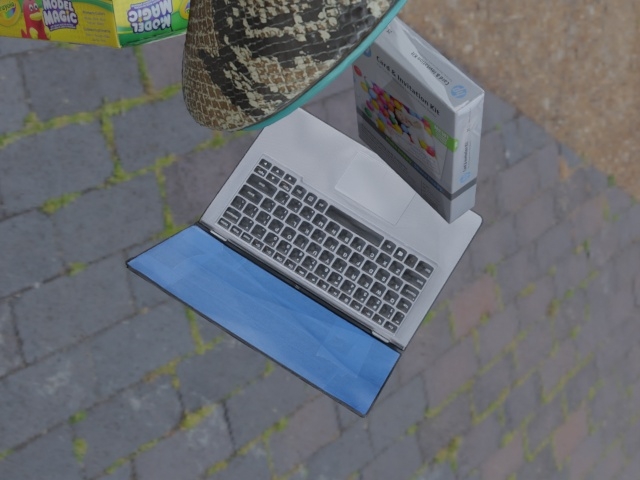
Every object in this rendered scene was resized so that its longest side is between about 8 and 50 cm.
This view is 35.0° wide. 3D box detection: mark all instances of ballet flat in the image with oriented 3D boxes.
[{"bbox_3d":[0.058,-0.269,0.602,0.483,0.164,0.182,-38,143,11],"label":"ballet flat"}]

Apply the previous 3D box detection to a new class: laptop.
[{"bbox_3d":[0.000,0.000,1.484,0.408,0.382,0.236,-56,174,-15],"label":"laptop"}]

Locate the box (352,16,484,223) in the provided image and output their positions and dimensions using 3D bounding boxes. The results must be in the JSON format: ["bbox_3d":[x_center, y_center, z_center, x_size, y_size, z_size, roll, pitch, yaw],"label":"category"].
[{"bbox_3d":[0.089,-0.117,0.956,0.038,0.145,0.186,-36,154,-15],"label":"box"}]

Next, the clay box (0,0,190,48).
[{"bbox_3d":[-0.192,-0.219,0.940,0.127,0.222,0.053,-28,120,-44],"label":"clay box"}]
